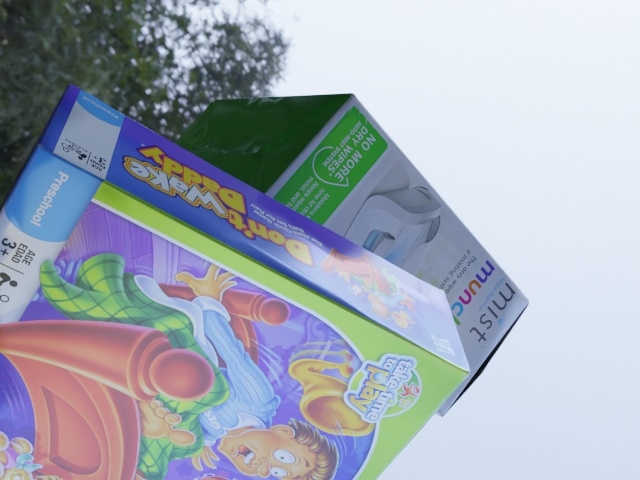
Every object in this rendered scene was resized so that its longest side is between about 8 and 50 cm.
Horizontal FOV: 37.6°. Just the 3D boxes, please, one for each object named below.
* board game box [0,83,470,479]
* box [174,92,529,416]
[{"bbox_3d":[-0.118,0.122,0.524,0.347,0.233,0.078,-54,-160,22],"label":"board game box"},{"bbox_3d":[0.000,0.000,0.781,0.126,0.231,0.262,-50,-154,-14],"label":"box"}]
